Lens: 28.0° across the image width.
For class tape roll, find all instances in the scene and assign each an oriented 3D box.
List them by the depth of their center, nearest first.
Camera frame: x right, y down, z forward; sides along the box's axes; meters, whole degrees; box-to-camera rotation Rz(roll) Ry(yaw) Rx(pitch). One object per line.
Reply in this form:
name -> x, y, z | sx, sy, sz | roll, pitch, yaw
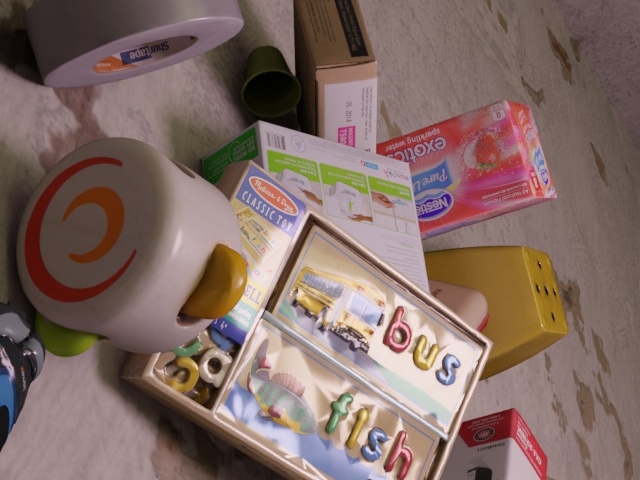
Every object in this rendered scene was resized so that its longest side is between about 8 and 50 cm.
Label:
tape roll -> -0.194, -0.227, 1.341 | 0.219, 0.219, 0.072 | -16, 87, -65

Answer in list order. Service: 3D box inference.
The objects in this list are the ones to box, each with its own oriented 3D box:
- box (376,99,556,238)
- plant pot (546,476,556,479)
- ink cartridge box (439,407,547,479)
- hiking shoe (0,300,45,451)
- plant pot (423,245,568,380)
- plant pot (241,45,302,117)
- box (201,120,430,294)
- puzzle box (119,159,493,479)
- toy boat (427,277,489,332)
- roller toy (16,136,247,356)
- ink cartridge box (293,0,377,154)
box -> 0.176, -0.088, 1.901 | 0.142, 0.300, 0.154 | -6, 79, -66
plant pot -> 0.307, 0.458, 1.925 | 0.284, 0.191, 0.284 | 44, 36, -44
ink cartridge box -> 0.189, 0.378, 1.731 | 0.114, 0.197, 0.273 | 56, 29, -26
hiking shoe -> -0.326, 0.065, 0.998 | 0.304, 0.113, 0.132 | 48, 33, -40
plant pot -> 0.291, 0.108, 2.134 | 0.212, 0.187, 0.212 | 12, 63, -61
plant pot -> -0.071, -0.226, 1.768 | 0.083, 0.083, 0.079 | 47, 23, -41
box -> 0.000, 0.000, 1.602 | 0.262, 0.127, 0.231 | 11, 62, -41
puzzle box -> 0.003, 0.131, 1.440 | 0.409, 0.052, 0.272 | 36, 67, -28
toy boat -> 0.167, 0.150, 1.949 | 0.231, 0.151, 0.151 | -37, 137, -63
roller toy -> -0.178, 0.007, 1.238 | 0.146, 0.209, 0.191 | 32, 40, -55
ink cartridge box -> 0.019, -0.205, 1.755 | 0.234, 0.088, 0.193 | 90, -10, -46
